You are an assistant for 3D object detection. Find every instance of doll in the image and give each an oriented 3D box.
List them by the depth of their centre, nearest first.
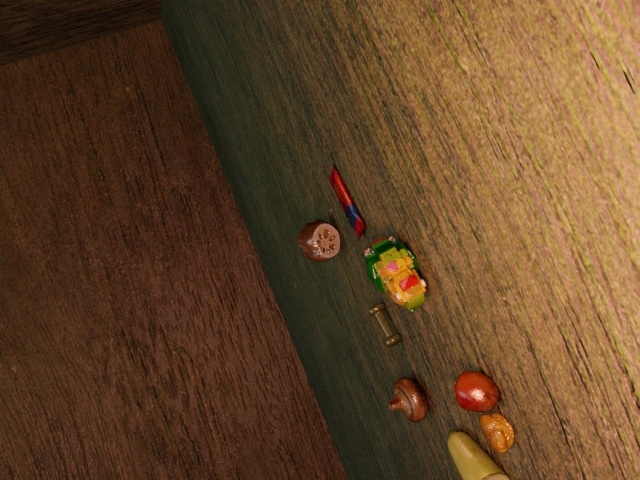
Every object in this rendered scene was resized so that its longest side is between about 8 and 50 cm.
[{"bbox_3d":[0.165,0.075,1.500,0.186,0.106,0.134,54,166,46],"label":"doll"}]

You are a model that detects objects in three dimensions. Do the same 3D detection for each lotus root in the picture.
[{"bbox_3d":[0.002,-0.002,2.005,0.122,0.112,0.081,60,154,-12],"label":"lotus root"}]

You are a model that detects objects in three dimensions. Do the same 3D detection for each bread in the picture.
[{"bbox_3d":[0.353,0.383,1.371,0.083,0.046,0.081,62,167,22],"label":"bread"}]

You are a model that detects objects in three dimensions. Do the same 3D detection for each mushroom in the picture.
[{"bbox_3d":[0.236,0.417,1.796,0.109,0.085,0.126,-52,51,33],"label":"mushroom"}]

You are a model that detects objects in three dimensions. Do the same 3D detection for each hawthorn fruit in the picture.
[{"bbox_3d":[0.315,0.303,1.352,0.093,0.081,0.081,13,130,37],"label":"hawthorn fruit"}]

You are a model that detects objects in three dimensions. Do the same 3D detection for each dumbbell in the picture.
[{"bbox_3d":[0.172,0.226,1.829,0.052,0.046,0.118,89,155,-67],"label":"dumbbell"}]

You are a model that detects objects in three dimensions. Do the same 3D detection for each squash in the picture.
[{"bbox_3d":[0.338,0.494,1.546,0.224,0.094,0.094,-126,18,-65],"label":"squash"}]

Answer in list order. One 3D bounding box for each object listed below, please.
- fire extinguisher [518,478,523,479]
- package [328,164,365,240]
[{"bbox_3d":[0.421,0.511,1.355,0.038,0.025,0.083,-18,94,39],"label":"fire extinguisher"},{"bbox_3d":[0.068,-0.099,1.789,0.083,0.022,0.200,101,147,-65],"label":"package"}]
